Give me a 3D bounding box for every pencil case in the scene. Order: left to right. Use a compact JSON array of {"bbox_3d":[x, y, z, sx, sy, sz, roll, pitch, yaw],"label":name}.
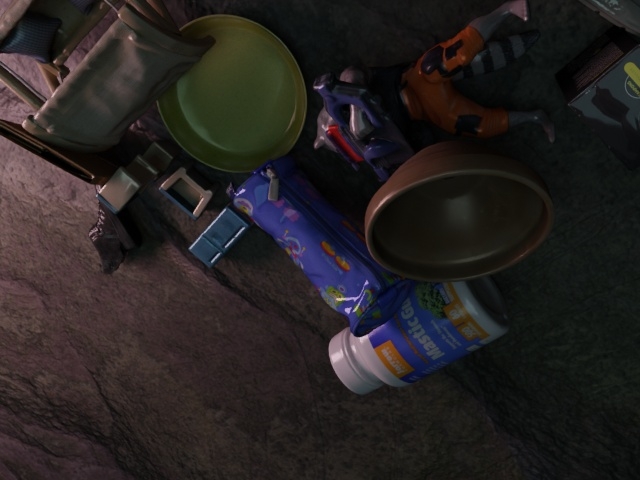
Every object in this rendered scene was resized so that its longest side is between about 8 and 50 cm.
[{"bbox_3d":[0.000,0.000,0.987,0.119,0.133,0.306,-40,74,-12],"label":"pencil case"}]

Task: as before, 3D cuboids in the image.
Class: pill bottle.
[{"bbox_3d":[0.149,0.142,1.065,0.272,0.152,0.152,-36,104,26],"label":"pill bottle"}]

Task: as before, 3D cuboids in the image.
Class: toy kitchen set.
[{"bbox_3d":[-0.236,-0.035,1.060,0.207,0.166,0.122,41,118,-8],"label":"toy kitchen set"}]

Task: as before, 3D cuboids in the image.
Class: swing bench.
[{"bbox_3d":[-0.335,-0.285,0.934,0.253,0.165,0.254,-36,94,28],"label":"swing bench"}]

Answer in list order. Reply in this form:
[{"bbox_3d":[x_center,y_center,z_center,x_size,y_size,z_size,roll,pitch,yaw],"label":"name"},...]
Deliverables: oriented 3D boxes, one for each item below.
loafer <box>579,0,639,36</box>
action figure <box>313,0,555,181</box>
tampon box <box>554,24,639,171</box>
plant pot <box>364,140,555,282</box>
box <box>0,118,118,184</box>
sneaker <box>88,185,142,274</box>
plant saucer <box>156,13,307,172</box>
[{"bbox_3d":[0.332,-0.353,0.792,0.320,0.112,0.111,34,127,-4],"label":"loafer"},{"bbox_3d":[0.151,-0.171,0.939,0.331,0.178,0.341,-9,144,24],"label":"action figure"},{"bbox_3d":[0.382,-0.185,0.836,0.120,0.161,0.101,43,118,-10],"label":"tampon box"},{"bbox_3d":[0.174,-0.051,0.870,0.238,0.109,0.237,-1,143,-1],"label":"plant pot"},{"bbox_3d":[-0.393,-0.132,1.038,0.165,0.201,0.021,29,93,-2],"label":"box"},{"bbox_3d":[-0.377,-0.025,1.166,0.089,0.051,0.170,-15,115,15],"label":"sneaker"},{"bbox_3d":[-0.134,-0.223,1.014,0.241,0.037,0.240,6,116,11],"label":"plant saucer"}]
